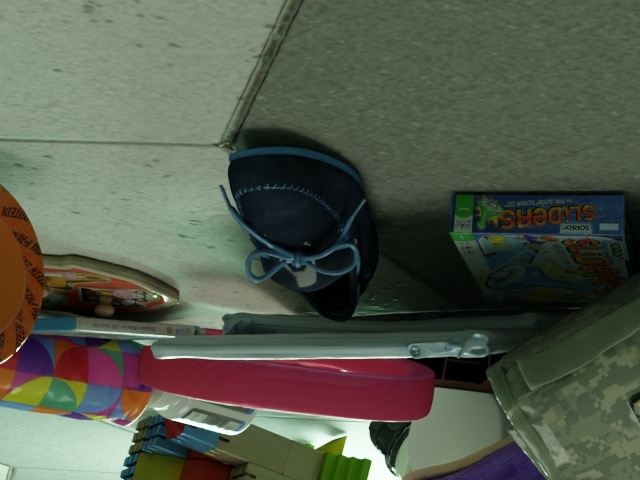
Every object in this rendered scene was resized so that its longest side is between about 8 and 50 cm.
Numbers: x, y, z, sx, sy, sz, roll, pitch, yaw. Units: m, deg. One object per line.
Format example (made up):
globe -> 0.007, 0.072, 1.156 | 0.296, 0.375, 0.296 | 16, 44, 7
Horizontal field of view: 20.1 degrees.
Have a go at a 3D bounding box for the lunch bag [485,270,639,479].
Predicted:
lunch bag -> 0.276, 0.114, 1.462 | 0.235, 0.169, 0.287 | -30, 154, 8

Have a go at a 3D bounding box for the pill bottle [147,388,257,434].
pill bottle -> -0.140, 0.166, 2.004 | 0.078, 0.078, 0.137 | -11, 157, 41

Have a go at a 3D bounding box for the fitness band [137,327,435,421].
fitness band -> -0.032, 0.129, 1.752 | 0.291, 0.054, 0.209 | 7, -178, -14

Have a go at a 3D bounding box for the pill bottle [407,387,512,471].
pill bottle -> 0.248, 0.247, 1.998 | 0.176, 0.176, 0.318 | -12, 156, 42

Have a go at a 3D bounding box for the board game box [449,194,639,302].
board game box -> 0.189, 0.009, 1.478 | 0.136, 0.035, 0.201 | 0, 163, 15

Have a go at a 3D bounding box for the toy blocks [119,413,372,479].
toy blocks -> -0.141, 0.314, 2.380 | 0.261, 0.190, 0.381 | 24, 156, -19

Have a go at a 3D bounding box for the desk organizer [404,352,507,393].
desk organizer -> 0.147, 0.125, 1.849 | 0.130, 0.047, 0.050 | 7, 161, -8

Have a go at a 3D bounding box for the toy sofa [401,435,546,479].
toy sofa -> 0.267, 0.275, 1.807 | 0.363, 0.150, 0.177 | -25, 126, 0

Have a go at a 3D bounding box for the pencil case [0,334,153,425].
pencil case -> -0.292, 0.130, 1.894 | 0.236, 0.104, 0.104 | 16, 160, -32

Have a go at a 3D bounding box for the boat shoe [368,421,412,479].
boat shoe -> 0.186, 0.264, 2.192 | 0.340, 0.127, 0.113 | 11, -167, -43

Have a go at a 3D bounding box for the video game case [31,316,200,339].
video game case -> -0.222, 0.090, 1.818 | 0.119, 0.015, 0.166 | -5, 172, 43

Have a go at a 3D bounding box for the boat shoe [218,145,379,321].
boat shoe -> 0.000, 0.000, 1.407 | 0.109, 0.089, 0.258 | -3, 162, 22

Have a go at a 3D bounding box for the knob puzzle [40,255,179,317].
knob puzzle -> -0.235, 0.054, 1.749 | 0.213, 0.030, 0.213 | 4, 163, 1

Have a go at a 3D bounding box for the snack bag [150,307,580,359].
snack bag -> 0.052, 0.081, 1.604 | 0.323, 0.037, 0.342 | -2, 179, 25

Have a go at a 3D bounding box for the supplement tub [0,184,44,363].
supplement tub -> -0.389, 0.047, 1.466 | 0.207, 0.207, 0.338 | 20, 158, -41
